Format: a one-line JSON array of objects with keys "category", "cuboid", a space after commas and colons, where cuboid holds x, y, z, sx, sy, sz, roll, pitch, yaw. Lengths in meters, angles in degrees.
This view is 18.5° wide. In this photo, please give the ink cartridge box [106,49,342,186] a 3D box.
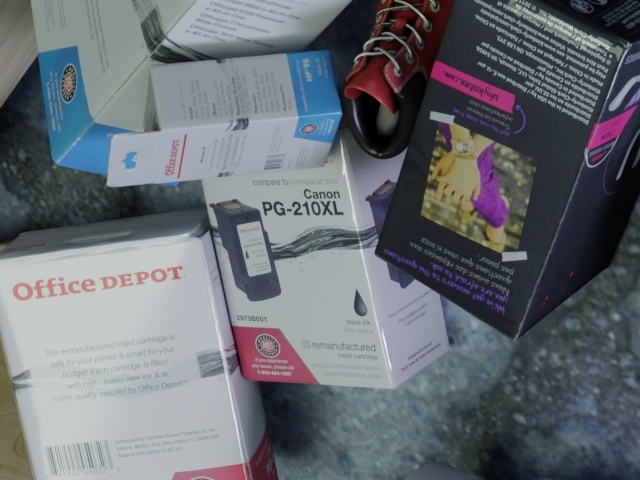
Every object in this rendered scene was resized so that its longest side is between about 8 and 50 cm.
[{"category": "ink cartridge box", "cuboid": [-0.082, -0.096, 1.548, 0.104, 0.180, 0.060, 111, 151, -66]}]

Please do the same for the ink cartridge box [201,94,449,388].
[{"category": "ink cartridge box", "cuboid": [0.000, 0.000, 1.716, 0.172, 0.100, 0.237, 0, 109, 37]}]

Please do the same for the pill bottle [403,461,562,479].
[{"category": "pill bottle", "cuboid": [0.236, 0.335, 1.602, 0.408, 0.229, 0.229, 21, 122, 30]}]

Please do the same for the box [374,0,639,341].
[{"category": "box", "cuboid": [0.170, -0.087, 1.500, 0.143, 0.165, 0.270, 32, 127, 22]}]

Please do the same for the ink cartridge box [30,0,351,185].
[{"category": "ink cartridge box", "cuboid": [-0.110, -0.223, 1.621, 0.307, 0.129, 0.223, -43, 47, 42]}]

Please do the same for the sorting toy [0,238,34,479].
[{"category": "sorting toy", "cuboid": [-0.268, 0.112, 1.985, 0.257, 0.089, 0.255, -4, 107, 40]}]

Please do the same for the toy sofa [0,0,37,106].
[{"category": "toy sofa", "cuboid": [-0.401, -0.160, 1.829, 0.150, 0.177, 0.362, 39, 98, 29]}]

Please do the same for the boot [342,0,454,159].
[{"category": "boot", "cuboid": [0.073, -0.192, 1.516, 0.088, 0.176, 0.244, 12, 118, 25]}]

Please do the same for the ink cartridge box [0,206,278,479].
[{"category": "ink cartridge box", "cuboid": [-0.168, 0.123, 1.806, 0.207, 0.117, 0.283, -8, 105, 11]}]
